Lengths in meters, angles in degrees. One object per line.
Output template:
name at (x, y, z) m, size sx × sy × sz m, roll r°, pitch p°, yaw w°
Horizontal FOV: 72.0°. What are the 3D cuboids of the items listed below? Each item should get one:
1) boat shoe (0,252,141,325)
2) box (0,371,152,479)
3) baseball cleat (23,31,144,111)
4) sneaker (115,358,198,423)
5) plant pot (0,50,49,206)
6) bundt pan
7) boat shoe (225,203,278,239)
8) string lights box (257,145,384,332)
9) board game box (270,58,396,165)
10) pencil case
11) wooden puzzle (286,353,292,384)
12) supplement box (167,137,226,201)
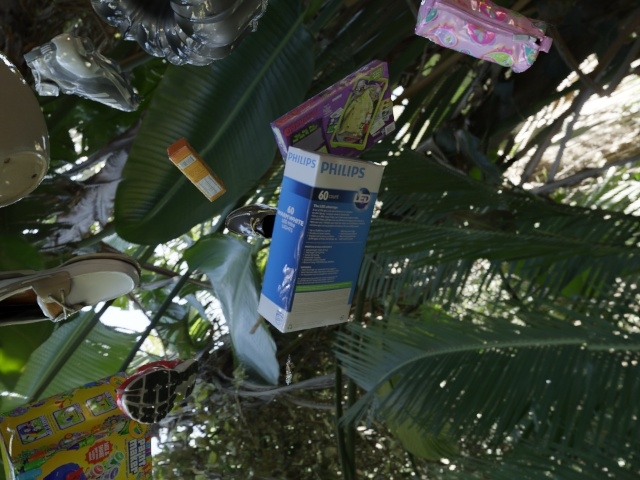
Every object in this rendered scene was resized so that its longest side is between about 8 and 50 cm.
boat shoe at (-0.503, 0.106, 0.851) m, size 0.103 × 0.303 × 0.113 m, roll -106°, pitch 5°, yaw -54°
box at (-0.570, 0.519, 1.046) m, size 0.279 × 0.177 × 0.289 m, roll -13°, pitch -63°, yaw -42°
baseball cleat at (-0.350, -0.238, 0.652) m, size 0.206 × 0.110 × 0.072 m, roll 79°, pitch 173°, yaw -84°
sneaker at (-0.363, 0.313, 0.941) m, size 0.279 × 0.119 × 0.107 m, roll 51°, pitch -135°, yaw -79°
plant pot at (-0.576, -0.162, 0.729) m, size 0.191 × 0.284 × 0.284 m, roll 43°, pitch -142°, yaw 2°
bundt pan at (-0.256, -0.406, 0.691) m, size 0.331 × 0.331 × 0.124 m, roll 35°, pitch -113°, yaw -34°
boat shoe at (-0.127, -0.042, 1.054) m, size 0.068 × 0.228 × 0.081 m, roll -63°, pitch -31°, yaw -69°
string lights box at (0.000, 0.000, 0.670) m, size 0.133 × 0.077 × 0.259 m, roll 0°, pitch -72°, yaw -41°
board game box at (0.049, -0.299, 1.158) m, size 0.347 × 0.056 × 0.208 m, roll -35°, pitch -39°, yaw -16°
pencil case at (0.353, -0.467, 0.968) m, size 0.284 × 0.124 × 0.124 m, roll 19°, pitch -131°, yaw -5°
wooden puzzle at (-0.079, 0.329, 1.111) m, size 0.006 × 0.083 × 0.049 m, roll 2°, pitch -139°, yaw -13°
supplement box at (-0.437, -0.249, 1.570) m, size 0.233 × 0.080 × 0.078 m, roll 55°, pitch -178°, yaw -43°
